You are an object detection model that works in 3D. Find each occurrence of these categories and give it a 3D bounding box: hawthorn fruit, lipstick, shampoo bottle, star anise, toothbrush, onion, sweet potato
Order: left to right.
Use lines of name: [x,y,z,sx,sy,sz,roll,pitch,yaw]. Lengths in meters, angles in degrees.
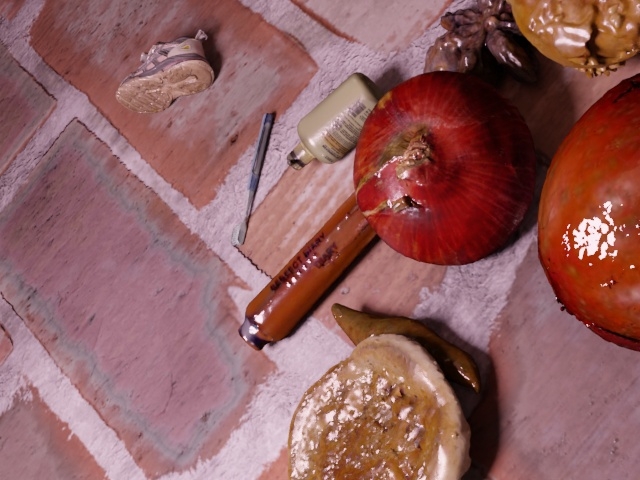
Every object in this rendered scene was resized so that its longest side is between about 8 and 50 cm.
toothbrush: [-0.099,-0.090,2.266,0.019,0.016,0.219,-14,56,46]
shampoo bottle: [0.018,-0.157,2.155,0.162,0.079,0.079,-41,43,15]
lipstick: [0.044,-0.017,2.044,0.418,0.077,0.077,-48,42,8]
sweet potato: [0.107,0.129,1.898,0.274,0.067,0.067,22,79,47]
onion: [0.153,-0.091,1.909,0.248,0.161,0.248,1,77,-3]
star anise: [0.219,-0.272,2.055,0.197,0.073,0.212,-26,46,24]
hawthorn fruit: [0.372,-0.037,1.608,0.316,0.316,0.316,-23,50,30]

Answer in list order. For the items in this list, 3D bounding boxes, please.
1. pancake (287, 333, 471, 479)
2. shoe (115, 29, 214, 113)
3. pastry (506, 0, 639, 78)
pancake: [0.064,0.245,1.846,0.282,0.049,0.282,-20,60,40]
shoe: [-0.251,-0.275,2.471,0.180,0.089,0.092,-20,52,29]
pastry: [0.341,-0.352,1.917,0.255,0.162,0.311,-27,67,13]
